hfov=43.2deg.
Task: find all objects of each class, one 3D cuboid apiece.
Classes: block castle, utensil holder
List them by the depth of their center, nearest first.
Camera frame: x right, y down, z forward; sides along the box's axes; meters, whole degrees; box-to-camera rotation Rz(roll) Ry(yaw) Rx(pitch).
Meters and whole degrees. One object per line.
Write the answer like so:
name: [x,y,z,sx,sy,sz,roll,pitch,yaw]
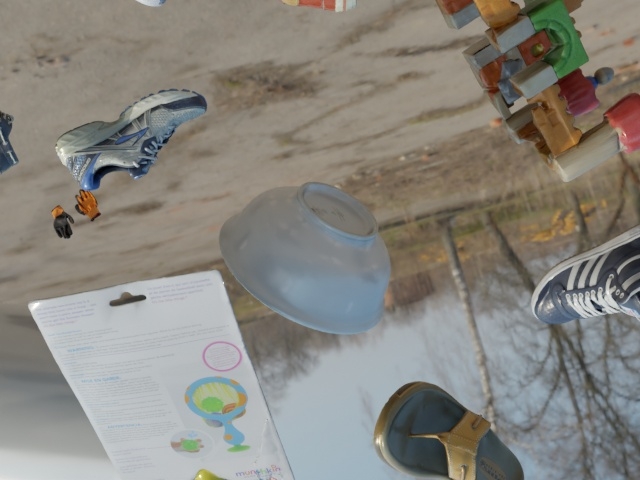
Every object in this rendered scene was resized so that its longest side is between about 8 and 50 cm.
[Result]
utensil holder: [-0.358,0.254,1.138,0.385,0.327,0.327,4,-177,17]
block castle: [0.340,-0.344,1.250,0.213,0.453,0.303,-32,-158,6]

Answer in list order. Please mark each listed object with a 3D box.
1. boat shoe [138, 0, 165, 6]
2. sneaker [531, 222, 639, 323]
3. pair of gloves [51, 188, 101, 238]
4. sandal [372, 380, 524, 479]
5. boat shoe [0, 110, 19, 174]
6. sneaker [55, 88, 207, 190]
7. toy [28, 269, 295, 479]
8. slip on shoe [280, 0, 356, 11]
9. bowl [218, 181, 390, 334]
boat shoe: [-0.412,-0.564,1.602,0.095,0.258,0.084,-71,-171,-45]
sneaker: [0.440,0.089,1.249,0.282,0.099,0.153,-40,-156,38]
pair of gloves: [-0.396,-0.044,1.303,0.083,0.074,0.010,-37,146,2]
sandal: [0.112,0.163,0.624,0.180,0.072,0.049,37,156,-31]
boat shoe: [-0.535,-0.192,1.317,0.065,0.075,0.206,-25,146,-29]
sneaker: [-0.156,-0.083,0.701,0.135,0.058,0.052,-26,171,0]
toy: [-0.106,0.117,0.616,0.137,0.237,0.056,-10,-151,7]
slip on shoe: [-0.015,-0.393,0.984,0.101,0.331,0.123,-3,140,-1]
bowl: [0.000,0.000,1.287,0.298,0.298,0.134,-12,139,-54]
